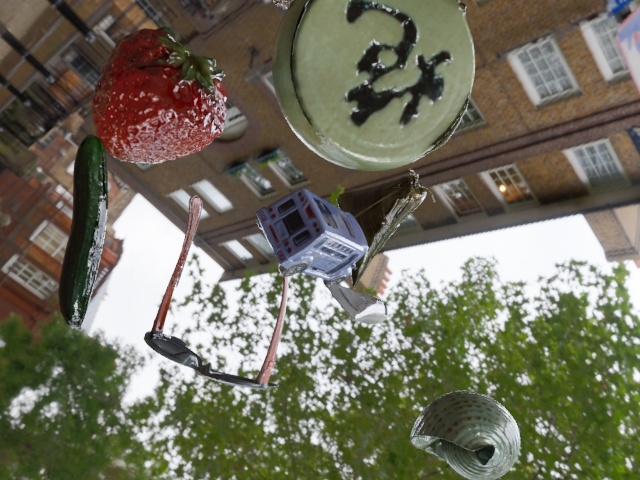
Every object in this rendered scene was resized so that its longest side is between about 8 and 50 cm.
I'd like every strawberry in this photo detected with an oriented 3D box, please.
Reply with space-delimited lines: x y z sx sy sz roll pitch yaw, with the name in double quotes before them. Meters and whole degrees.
"strawberry" -0.329 -0.263 1.157 0.277 0.257 0.257 -41 -154 26

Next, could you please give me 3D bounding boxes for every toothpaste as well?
"toothpaste" 0.082 0.141 1.239 0.066 0.323 0.100 -39 -110 8

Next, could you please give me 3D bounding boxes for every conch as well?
"conch" 0.250 0.313 0.957 0.131 0.172 0.200 -58 170 -28

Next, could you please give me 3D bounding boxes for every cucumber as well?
"cucumber" -0.339 -0.012 0.831 0.056 0.056 0.284 2 -94 54

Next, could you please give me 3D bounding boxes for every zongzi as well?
"zongzi" 0.160 -0.024 1.388 0.248 0.111 0.241 -15 -104 43

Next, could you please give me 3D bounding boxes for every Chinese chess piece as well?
"Chinese chess piece" 0.092 -0.293 0.985 0.349 0.349 0.146 -45 -161 -3

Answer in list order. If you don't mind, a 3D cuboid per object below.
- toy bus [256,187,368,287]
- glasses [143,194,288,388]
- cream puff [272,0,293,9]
"toy bus" 0.000 0.000 0.633 0.076 0.167 0.073 -33 -110 15
"glasses" -0.144 0.088 0.907 0.234 0.118 0.268 18 -92 30
"cream puff" -0.056 -0.596 1.188 0.212 0.303 0.303 -54 -165 43
